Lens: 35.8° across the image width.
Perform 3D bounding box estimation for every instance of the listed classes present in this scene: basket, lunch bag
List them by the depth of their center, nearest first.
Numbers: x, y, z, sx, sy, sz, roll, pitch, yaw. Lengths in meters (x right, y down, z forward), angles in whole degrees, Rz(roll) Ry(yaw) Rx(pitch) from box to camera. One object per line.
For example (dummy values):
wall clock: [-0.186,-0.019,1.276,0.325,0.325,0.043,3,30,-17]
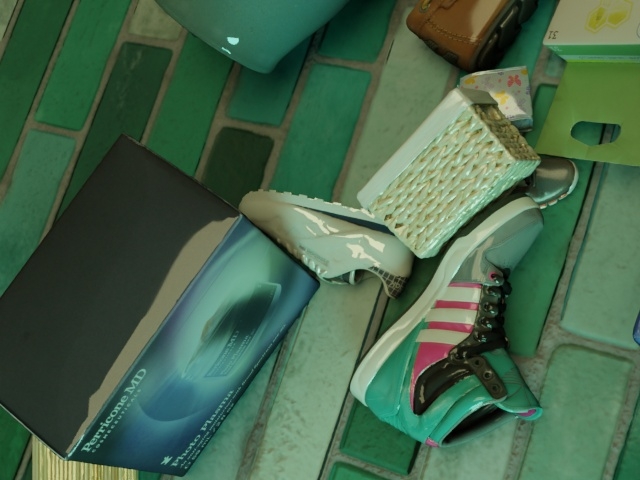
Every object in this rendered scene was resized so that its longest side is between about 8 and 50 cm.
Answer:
basket: [0.142,-0.070,1.074,0.103,0.113,0.167,49,114,16]
lunch bag: [0.206,-0.163,1.174,0.083,0.053,0.071,-6,74,9]

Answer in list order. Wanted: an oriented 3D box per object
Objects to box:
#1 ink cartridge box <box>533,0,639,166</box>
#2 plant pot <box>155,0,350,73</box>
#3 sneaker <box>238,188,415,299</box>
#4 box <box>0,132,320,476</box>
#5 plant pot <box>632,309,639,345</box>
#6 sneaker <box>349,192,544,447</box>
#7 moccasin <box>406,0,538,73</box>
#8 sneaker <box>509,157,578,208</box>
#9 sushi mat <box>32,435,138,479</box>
ink cartridge box: [0.319,-0.207,1.093,0.171,0.056,0.235,18,83,57]
plant pot: [-0.071,-0.361,1.233,0.271,0.271,0.255,44,106,25]
sneaker: [0.000,0.000,1.188,0.235,0.090,0.095,13,89,25]
box: [-0.183,0.089,1.100,0.182,0.294,0.296,33,86,23]
plant pot: [0.450,0.049,0.931,0.236,0.212,0.236,22,82,25]
sneaker: [0.180,0.107,1.060,0.178,0.124,0.295,42,99,30]
moccasin: [0.251,-0.380,1.185,0.147,0.139,0.380,41,100,17]
sneaker: [0.213,-0.069,1.135,0.158,0.065,0.061,-7,71,19]
sushi mat: [-0.296,0.311,1.239,0.151,0.019,0.317,-11,71,18]
